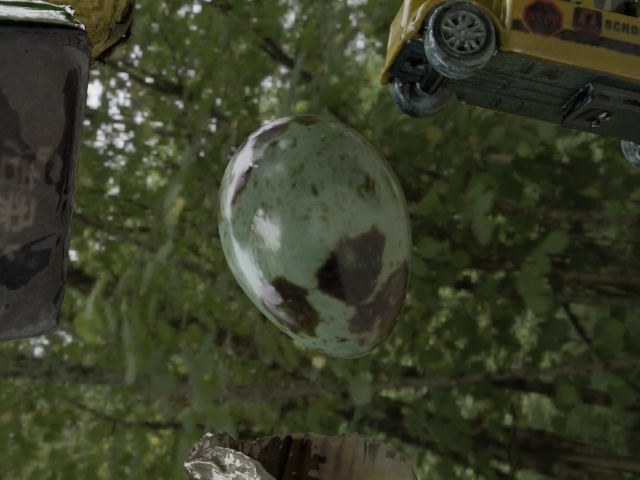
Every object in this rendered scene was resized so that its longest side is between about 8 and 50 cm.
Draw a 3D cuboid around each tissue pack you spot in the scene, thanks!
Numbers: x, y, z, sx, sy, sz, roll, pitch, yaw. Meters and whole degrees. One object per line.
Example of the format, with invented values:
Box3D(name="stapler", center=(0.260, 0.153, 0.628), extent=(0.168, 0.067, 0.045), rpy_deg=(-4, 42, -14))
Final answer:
Box3D(name="tissue pack", center=(-0.388, -0.049, 0.747), extent=(0.394, 0.124, 0.288), rpy_deg=(-4, -60, -36))

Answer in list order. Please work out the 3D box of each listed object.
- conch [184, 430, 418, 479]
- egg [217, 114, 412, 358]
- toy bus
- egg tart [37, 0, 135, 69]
Box3D(name="conch", center=(0.020, 0.222, 0.605), extent=(0.186, 0.263, 0.324), rpy_deg=(-47, -10, 1))
Box3D(name="egg", center=(0.000, 0.000, 0.884), extent=(0.169, 0.169, 0.231), rpy_deg=(-57, -50, -62))
Box3D(name="toy bus", center=(0.222, -0.139, 0.767), extent=(0.121, 0.336, 0.123), rpy_deg=(126, 154, -74))
Box3D(name="egg tart", center=(-0.430, -0.421, 1.658), extent=(0.107, 0.291, 0.290), rpy_deg=(-16, 58, 57))
